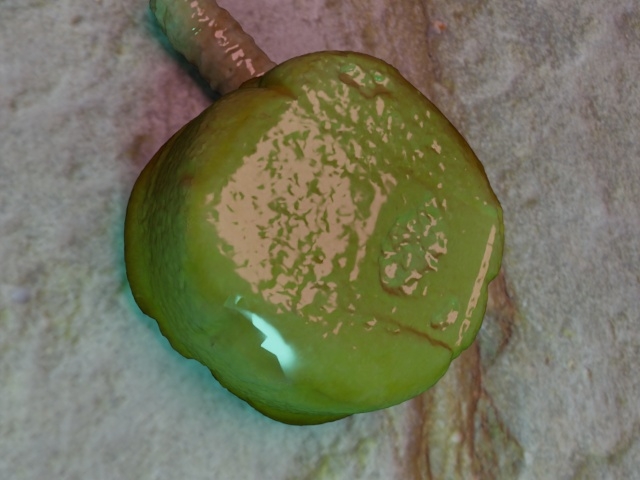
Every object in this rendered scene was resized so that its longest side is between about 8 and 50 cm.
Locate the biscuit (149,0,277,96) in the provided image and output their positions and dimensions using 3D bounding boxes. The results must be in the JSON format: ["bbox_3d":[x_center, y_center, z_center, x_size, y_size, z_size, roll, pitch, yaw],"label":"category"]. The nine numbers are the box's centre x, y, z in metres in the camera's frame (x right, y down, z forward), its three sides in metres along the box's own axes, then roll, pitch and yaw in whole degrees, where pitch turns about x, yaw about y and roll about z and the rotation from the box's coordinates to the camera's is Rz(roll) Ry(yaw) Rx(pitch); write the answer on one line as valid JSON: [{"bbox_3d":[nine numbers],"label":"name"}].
[{"bbox_3d":[-0.060,-0.131,0.753,0.219,0.061,0.055,48,58,-6],"label":"biscuit"}]

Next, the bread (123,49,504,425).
[{"bbox_3d":[0.000,0.000,0.655,0.270,0.148,0.270,4,81,-25],"label":"bread"}]
